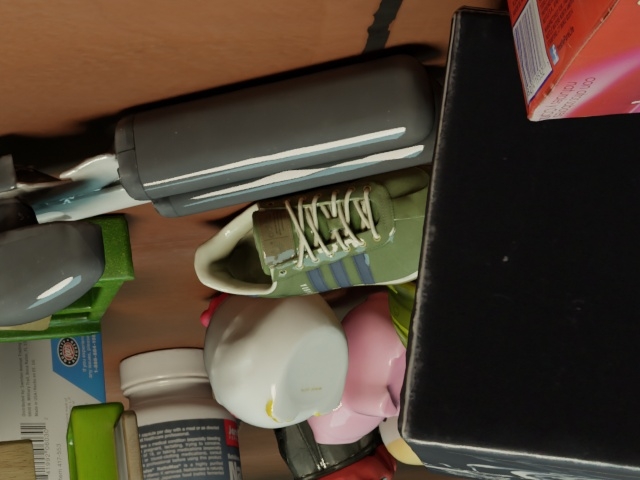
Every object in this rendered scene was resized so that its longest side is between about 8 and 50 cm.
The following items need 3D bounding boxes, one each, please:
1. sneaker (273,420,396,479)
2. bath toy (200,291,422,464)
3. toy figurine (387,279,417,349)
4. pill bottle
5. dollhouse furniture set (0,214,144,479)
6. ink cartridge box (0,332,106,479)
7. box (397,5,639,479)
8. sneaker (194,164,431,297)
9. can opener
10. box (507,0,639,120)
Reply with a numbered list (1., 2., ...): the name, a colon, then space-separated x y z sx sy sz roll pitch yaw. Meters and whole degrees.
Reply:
1. sneaker: 0.023 0.157 1.611 0.097 0.135 0.276 -25 -176 15
2. bath toy: 0.040 0.098 1.355 0.348 0.151 0.129 9 -167 -46
3. toy figurine: 0.185 0.162 1.283 0.362 0.217 0.191 11 -159 -32
4. pill bottle: -0.120 0.187 1.477 0.108 0.180 0.108 -7 166 -2
5. dollhouse furniture set: -0.266 0.108 1.075 0.301 0.198 0.151 -4 166 -14
6. ink cartridge box: -0.252 0.120 1.242 0.190 0.140 0.082 3 164 -32
7. box: 0.220 0.037 0.803 0.343 0.179 0.312 7 172 7
8. sneaker: 0.000 0.000 1.057 0.086 0.064 0.192 -1 168 -41
9. can opener: -0.070 -0.017 0.900 0.283 0.095 0.076 -11 165 16
10. box: 0.135 -0.136 0.489 0.122 0.128 0.257 -5 165 -9
